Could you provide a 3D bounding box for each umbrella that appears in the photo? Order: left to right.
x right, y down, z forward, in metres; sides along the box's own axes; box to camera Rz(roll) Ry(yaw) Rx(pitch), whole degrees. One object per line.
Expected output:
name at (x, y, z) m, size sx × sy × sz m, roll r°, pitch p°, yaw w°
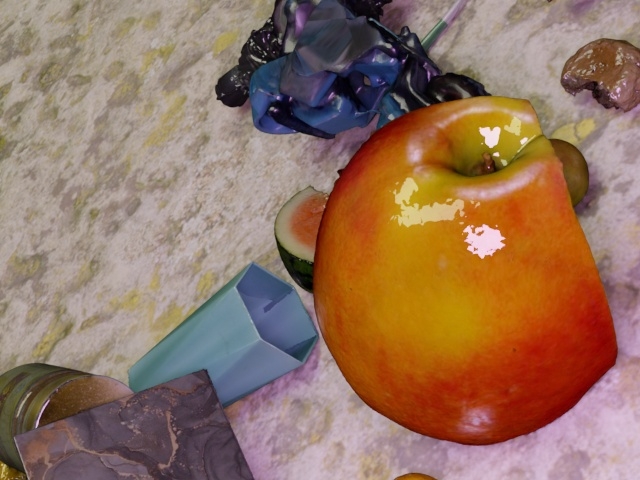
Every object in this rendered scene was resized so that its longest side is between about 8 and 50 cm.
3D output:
umbrella at (-0.022, -0.311, 2.293) m, size 0.336 × 0.154 × 0.128 m, roll -40°, pitch 66°, yaw 44°

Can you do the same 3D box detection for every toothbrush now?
toothbrush at (0.159, -0.287, 2.160) m, size 0.257 × 0.018 × 0.024 m, roll -48°, pitch 43°, yaw 2°

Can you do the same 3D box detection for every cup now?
cup at (-0.135, 0.146, 2.000) m, size 0.236 × 0.134 × 0.148 m, roll -35°, pitch 8°, yaw 29°

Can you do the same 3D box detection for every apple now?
apple at (0.268, -0.074, 1.820) m, size 0.089 × 0.074 × 0.089 m, roll -29°, pitch 41°, yaw 29°

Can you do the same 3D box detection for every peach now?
peach at (0.144, 0.066, 1.645) m, size 0.306 × 0.380 × 0.242 m, roll -11°, pitch 46°, yaw 6°

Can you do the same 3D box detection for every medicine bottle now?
medicine bottle at (-0.344, 0.242, 2.048) m, size 0.151 × 0.151 × 0.322 m, roll -61°, pitch 21°, yaw -14°

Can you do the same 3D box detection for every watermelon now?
watermelon at (0.004, 0.003, 2.044) m, size 0.119 × 0.063 × 0.245 m, roll -32°, pitch 31°, yaw -7°

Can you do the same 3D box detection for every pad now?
pad at (-0.183, 0.332, 1.792) m, size 0.248 × 0.007 × 0.367 m, roll -19°, pitch 57°, yaw -12°

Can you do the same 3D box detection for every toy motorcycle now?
toy motorcycle at (0.050, -0.184, 2.061) m, size 0.416 × 0.172 × 0.232 m, roll 41°, pitch 105°, yaw 33°

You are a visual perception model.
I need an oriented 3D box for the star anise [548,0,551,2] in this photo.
star anise at (0.342, -0.363, 2.009) m, size 0.157 × 0.053 × 0.212 m, roll -45°, pitch 39°, yaw 5°

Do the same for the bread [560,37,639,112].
bread at (0.346, -0.197, 1.858) m, size 0.082 × 0.060 × 0.113 m, roll -53°, pitch 39°, yaw -4°

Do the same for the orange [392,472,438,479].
orange at (0.103, 0.290, 1.682) m, size 0.083 × 0.070 × 0.083 m, roll -17°, pitch 48°, yaw 19°

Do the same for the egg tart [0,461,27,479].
egg tart at (-0.450, 0.339, 2.217) m, size 0.130 × 0.052 × 0.130 m, roll -30°, pitch 40°, yaw 29°
